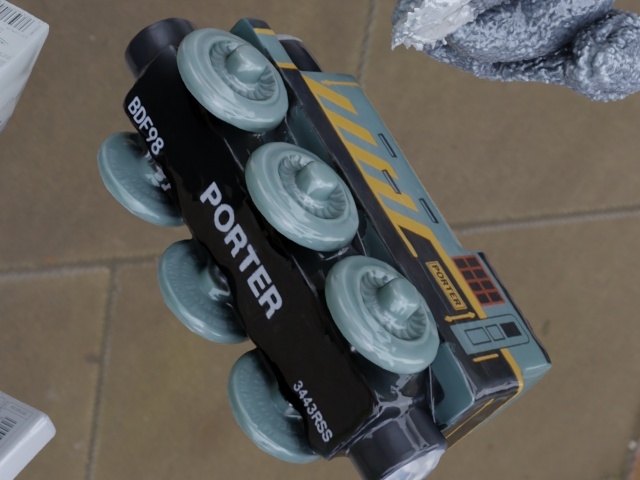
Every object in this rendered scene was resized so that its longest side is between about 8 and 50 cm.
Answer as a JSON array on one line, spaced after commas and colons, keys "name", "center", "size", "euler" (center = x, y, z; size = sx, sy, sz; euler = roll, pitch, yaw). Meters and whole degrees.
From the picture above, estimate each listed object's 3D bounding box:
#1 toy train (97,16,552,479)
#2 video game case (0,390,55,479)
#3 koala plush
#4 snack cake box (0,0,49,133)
[{"name": "toy train", "center": [0.000, 0.000, 0.851], "size": [0.190, 0.334, 0.142], "euler": [-3, 144, -50]}, {"name": "video game case", "center": [-0.296, 0.157, 0.865], "size": [0.201, 0.183, 0.023], "euler": [-49, 139, -29]}, {"name": "koala plush", "center": [0.110, -0.200, 0.944], "size": [0.221, 0.203, 0.196], "euler": [1, 92, -60]}, {"name": "snack cake box", "center": [-0.313, -0.135, 0.806], "size": [0.264, 0.152, 0.089], "euler": [29, 117, -5]}]
